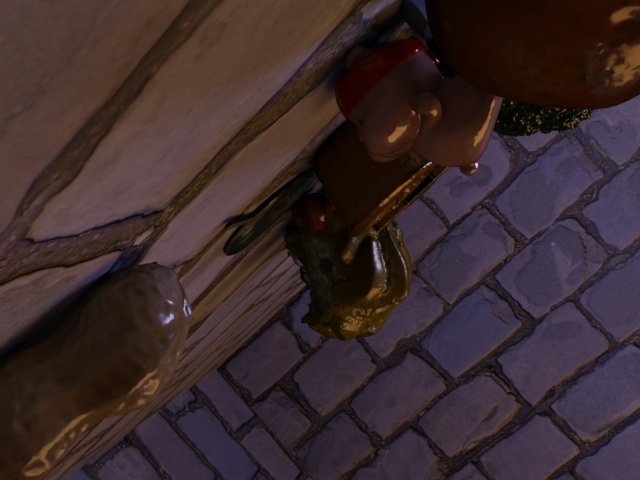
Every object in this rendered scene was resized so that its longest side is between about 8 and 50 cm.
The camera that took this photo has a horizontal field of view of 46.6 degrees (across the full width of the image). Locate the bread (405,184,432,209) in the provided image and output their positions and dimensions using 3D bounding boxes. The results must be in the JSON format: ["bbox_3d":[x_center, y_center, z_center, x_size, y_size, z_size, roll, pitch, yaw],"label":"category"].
[{"bbox_3d":[0.189,-0.172,1.581,0.227,0.142,0.253,-54,180,-41],"label":"bread"}]

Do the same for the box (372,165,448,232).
[{"bbox_3d":[0.146,-0.149,1.407,0.237,0.152,0.070,-42,176,6],"label":"box"}]

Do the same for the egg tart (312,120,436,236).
[{"bbox_3d":[0.080,-0.117,1.215,0.202,0.147,0.202,-43,176,-4],"label":"egg tart"}]

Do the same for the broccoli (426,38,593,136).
[{"bbox_3d":[0.290,-0.287,1.034,0.297,0.297,0.297,-36,141,-50],"label":"broccoli"}]

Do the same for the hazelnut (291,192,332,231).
[{"bbox_3d":[-0.016,-0.055,1.448,0.086,0.086,0.086,-42,175,-5],"label":"hazelnut"}]

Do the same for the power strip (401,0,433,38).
[{"bbox_3d":[0.187,-0.323,0.888,0.216,0.044,0.137,-42,175,3],"label":"power strip"}]

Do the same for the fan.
[{"bbox_3d":[-0.077,-0.060,1.267,0.223,0.012,0.294,-41,176,-13],"label":"fan"}]

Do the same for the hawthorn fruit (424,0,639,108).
[{"bbox_3d":[0.250,-0.235,0.690,0.277,0.298,0.277,-55,175,-7],"label":"hawthorn fruit"}]

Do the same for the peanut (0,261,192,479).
[{"bbox_3d":[-0.278,0.155,0.858,0.313,0.149,0.149,-37,173,-20],"label":"peanut"}]

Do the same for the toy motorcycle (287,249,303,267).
[{"bbox_3d":[0.000,0.000,1.869,0.221,0.102,0.150,-37,160,-43],"label":"toy motorcycle"}]

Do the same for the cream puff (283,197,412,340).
[{"bbox_3d":[0.096,0.049,1.602,0.274,0.323,0.270,-16,180,-45],"label":"cream puff"}]

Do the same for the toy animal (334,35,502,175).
[{"bbox_3d":[0.114,-0.165,0.901,0.171,0.198,0.171,18,90,-80],"label":"toy animal"}]
